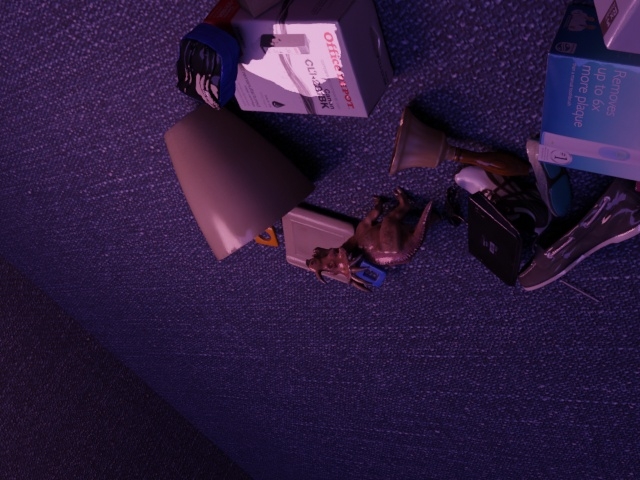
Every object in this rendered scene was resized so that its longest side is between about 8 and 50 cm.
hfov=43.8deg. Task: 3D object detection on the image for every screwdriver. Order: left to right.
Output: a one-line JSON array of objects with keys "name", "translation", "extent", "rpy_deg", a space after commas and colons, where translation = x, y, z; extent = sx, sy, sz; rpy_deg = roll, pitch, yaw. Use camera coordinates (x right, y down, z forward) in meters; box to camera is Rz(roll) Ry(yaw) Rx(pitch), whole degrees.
[{"name": "screwdriver", "translation": [0.499, 0.085, 1.616], "extent": [0.169, 0.024, 0.025], "rpy_deg": [28, 176, -2]}]

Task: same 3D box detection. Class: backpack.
[{"name": "backpack", "translation": [-0.185, -0.301, 1.323], "extent": [0.098, 0.101, 0.120], "rpy_deg": [22, 142, 10]}]

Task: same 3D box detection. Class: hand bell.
[{"name": "hand bell", "translation": [0.254, -0.154, 1.428], "extent": [0.241, 0.126, 0.126], "rpy_deg": [12, 146, 1]}]

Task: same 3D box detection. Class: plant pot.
[{"name": "plant pot", "translation": [-0.193, -0.143, 1.653], "extent": [0.274, 0.256, 0.256], "rpy_deg": [53, 143, -8]}]

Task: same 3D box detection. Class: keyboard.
[{"name": "keyboard", "translation": [0.304, -0.021, 1.505], "extent": [0.201, 0.033, 0.317], "rpy_deg": [44, 173, 20]}]

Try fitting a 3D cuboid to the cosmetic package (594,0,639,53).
[{"name": "cosmetic package", "translation": [0.507, -0.298, 0.836], "extent": [0.384, 0.156, 0.217], "rpy_deg": [8, 148, -10]}]

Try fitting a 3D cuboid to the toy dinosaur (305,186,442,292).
[{"name": "toy dinosaur", "translation": [0.130, 0.012, 1.629], "extent": [0.295, 0.200, 0.127], "rpy_deg": [-15, 127, 47]}]

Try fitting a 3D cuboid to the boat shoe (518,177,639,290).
[{"name": "boat shoe", "translation": [0.460, -0.017, 1.438], "extent": [0.095, 0.112, 0.335], "rpy_deg": [45, 141, -2]}]

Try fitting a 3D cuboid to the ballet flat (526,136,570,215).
[{"name": "ballet flat", "translation": [0.400, -0.116, 1.400], "extent": [0.052, 0.057, 0.168], "rpy_deg": [35, 157, 49]}]

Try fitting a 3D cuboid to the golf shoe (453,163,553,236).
[{"name": "golf shoe", "translation": [0.330, -0.074, 1.460], "extent": [0.198, 0.094, 0.077], "rpy_deg": [23, 148, 11]}]

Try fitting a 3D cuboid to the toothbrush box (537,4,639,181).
[{"name": "toothbrush box", "translation": [0.479, -0.199, 1.146], "extent": [0.295, 0.126, 0.216], "rpy_deg": [14, 145, 20]}]

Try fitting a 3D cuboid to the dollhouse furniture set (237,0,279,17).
[{"name": "dollhouse furniture set", "translation": [-0.118, -0.478, 1.306], "extent": [0.151, 0.123, 0.144], "rpy_deg": [46, 169, 49]}]

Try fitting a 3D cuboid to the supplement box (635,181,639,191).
[{"name": "supplement box", "translation": [0.527, -0.122, 1.252], "extent": [0.043, 0.083, 0.055], "rpy_deg": [13, 145, 24]}]

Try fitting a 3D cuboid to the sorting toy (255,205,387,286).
[{"name": "sorting toy", "translation": [0.000, 0.000, 1.858], "extent": [0.347, 0.047, 0.196], "rpy_deg": [18, 142, 16]}]

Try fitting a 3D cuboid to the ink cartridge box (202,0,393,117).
[{"name": "ink cartridge box", "translation": [-0.035, -0.326, 1.370], "extent": [0.272, 0.114, 0.197], "rpy_deg": [8, 141, 29]}]
